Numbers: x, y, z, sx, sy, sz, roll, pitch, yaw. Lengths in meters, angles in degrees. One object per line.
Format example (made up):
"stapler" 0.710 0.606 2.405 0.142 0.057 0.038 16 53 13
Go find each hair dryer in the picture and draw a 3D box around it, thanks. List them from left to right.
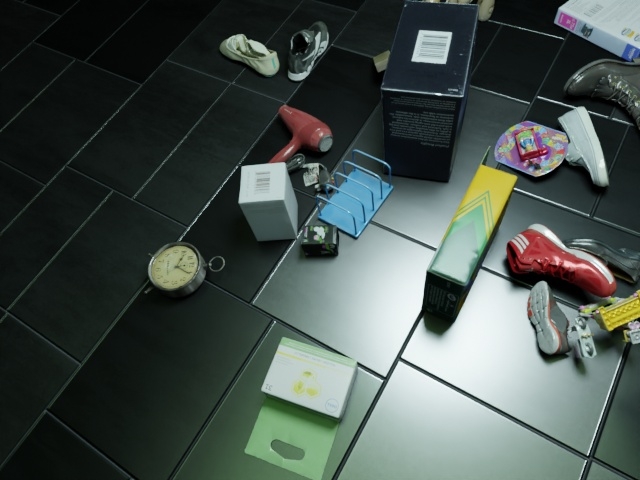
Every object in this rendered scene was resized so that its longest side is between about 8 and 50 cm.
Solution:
"hair dryer" -0.077 -0.249 1.316 0.223 0.080 0.294 -5 60 7

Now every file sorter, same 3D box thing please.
"file sorter" 0.081 -0.117 1.204 0.118 0.104 0.170 29 69 23

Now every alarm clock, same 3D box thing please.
"alarm clock" -0.321 0.069 1.185 0.192 0.064 0.129 -9 60 6

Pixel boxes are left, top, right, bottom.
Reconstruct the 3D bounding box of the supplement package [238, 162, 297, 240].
"supplement package" -0.118 -0.086 1.173 0.105 0.179 0.105 -5 60 6

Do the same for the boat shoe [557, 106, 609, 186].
"boat shoe" 0.630 -0.219 1.200 0.081 0.079 0.227 -20 56 29

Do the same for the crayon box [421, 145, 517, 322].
"crayon box" 0.320 -0.010 1.049 0.083 0.203 0.323 23 67 19

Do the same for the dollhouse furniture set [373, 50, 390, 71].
"dollhouse furniture set" 0.245 -0.482 1.406 0.151 0.123 0.144 -22 25 14

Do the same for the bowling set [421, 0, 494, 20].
"bowling set" 0.359 -0.682 1.447 0.200 0.154 0.287 36 71 24

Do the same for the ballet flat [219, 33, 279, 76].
"ballet flat" -0.225 -0.589 1.528 0.248 0.086 0.086 33 70 24

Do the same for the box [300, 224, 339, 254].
"box" 0.000 0.000 1.174 0.083 0.062 0.052 0 63 8

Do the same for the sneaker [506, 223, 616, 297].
"sneaker" 0.483 0.063 1.038 0.128 0.087 0.221 -26 44 -20

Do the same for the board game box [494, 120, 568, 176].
"board game box" 0.512 -0.236 1.214 0.168 0.033 0.133 35 85 37

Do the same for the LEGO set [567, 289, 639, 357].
"LEGO set" 0.632 0.161 0.985 0.287 0.107 0.132 -1 86 0

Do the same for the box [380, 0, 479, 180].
"box" 0.262 -0.353 1.197 0.182 0.294 0.296 10 63 13

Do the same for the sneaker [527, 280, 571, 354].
"sneaker" 0.477 0.162 1.025 0.065 0.061 0.158 11 61 -16

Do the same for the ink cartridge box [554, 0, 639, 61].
"ink cartridge box" 0.845 -0.607 1.383 0.186 0.065 0.311 -39 60 -13

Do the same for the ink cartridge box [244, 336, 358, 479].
"ink cartridge box" -0.040 0.333 1.001 0.171 0.056 0.235 15 62 16

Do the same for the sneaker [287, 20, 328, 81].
"sneaker" -0.037 -0.593 1.486 0.078 0.106 0.234 17 65 16

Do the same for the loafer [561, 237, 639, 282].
"loafer" 0.598 0.041 1.062 0.170 0.062 0.061 14 69 18

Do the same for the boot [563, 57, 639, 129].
"boot" 0.771 -0.346 1.232 0.263 0.091 0.229 -11 59 0
